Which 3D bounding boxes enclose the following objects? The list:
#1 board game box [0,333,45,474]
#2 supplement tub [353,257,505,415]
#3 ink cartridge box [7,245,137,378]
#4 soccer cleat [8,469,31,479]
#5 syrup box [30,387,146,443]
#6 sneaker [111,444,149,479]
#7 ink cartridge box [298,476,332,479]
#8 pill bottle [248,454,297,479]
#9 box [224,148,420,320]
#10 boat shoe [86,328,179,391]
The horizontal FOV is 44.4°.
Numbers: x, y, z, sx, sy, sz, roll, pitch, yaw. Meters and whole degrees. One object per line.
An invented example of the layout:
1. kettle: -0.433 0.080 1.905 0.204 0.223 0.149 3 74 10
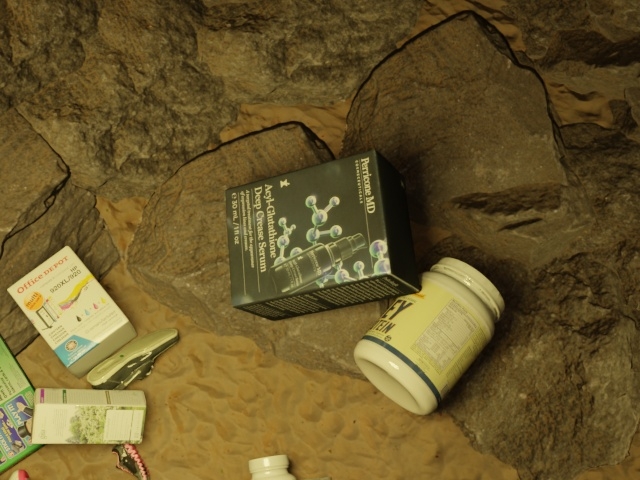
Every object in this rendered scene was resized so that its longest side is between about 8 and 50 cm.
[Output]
1. board game box: -0.766 0.369 1.786 0.213 0.046 0.317 -33 78 -15
2. supplement tub: 0.261 0.222 1.859 0.235 0.235 0.325 41 71 7
3. ink cartridge box: -0.569 0.167 1.812 0.171 0.168 0.232 -38 79 -16
4. soccer cleat: -0.643 0.662 1.664 0.143 0.116 0.331 -17 75 -12
5. syrup box: -0.513 0.389 1.740 0.237 0.096 0.093 5 101 -19
6. sneaker: -0.433 0.509 1.783 0.057 0.047 0.119 -33 71 -9
7. ink cartridge box: -0.021 0.620 1.715 0.066 0.232 0.189 -14 73 13
8. pill bottle: -0.103 0.595 1.750 0.121 0.121 0.216 -6 72 -9
9. box: 0.000 0.000 1.829 0.395 0.212 0.293 -14 70 21
10. boat shoe: -0.432 0.287 1.850 0.233 0.084 0.079 -34 116 -23
